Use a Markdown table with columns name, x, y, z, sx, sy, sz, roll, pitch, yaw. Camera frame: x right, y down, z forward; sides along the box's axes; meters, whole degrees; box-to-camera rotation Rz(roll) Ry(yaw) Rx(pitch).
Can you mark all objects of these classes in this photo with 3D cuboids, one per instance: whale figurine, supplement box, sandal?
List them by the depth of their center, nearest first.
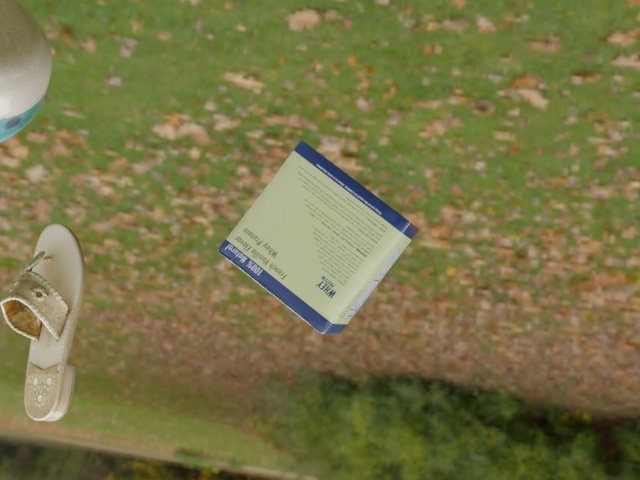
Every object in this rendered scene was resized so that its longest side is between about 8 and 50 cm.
| name | x | y | z | sx | sy | sz | roll | pitch | yaw |
| --- | --- | --- | --- | --- | --- | --- | --- | --- | --- |
| supplement box | 0.000 | 0.000 | 0.703 | 0.083 | 0.083 | 0.056 | 38 | -177 | 11 |
| whale figurine | -0.397 | -0.151 | 1.128 | 0.272 | 0.216 | 0.141 | -24 | 154 | -37 |
| sandal | -0.330 | 0.086 | 1.347 | 0.088 | 0.240 | 0.079 | -12 | 161 | 33 |
